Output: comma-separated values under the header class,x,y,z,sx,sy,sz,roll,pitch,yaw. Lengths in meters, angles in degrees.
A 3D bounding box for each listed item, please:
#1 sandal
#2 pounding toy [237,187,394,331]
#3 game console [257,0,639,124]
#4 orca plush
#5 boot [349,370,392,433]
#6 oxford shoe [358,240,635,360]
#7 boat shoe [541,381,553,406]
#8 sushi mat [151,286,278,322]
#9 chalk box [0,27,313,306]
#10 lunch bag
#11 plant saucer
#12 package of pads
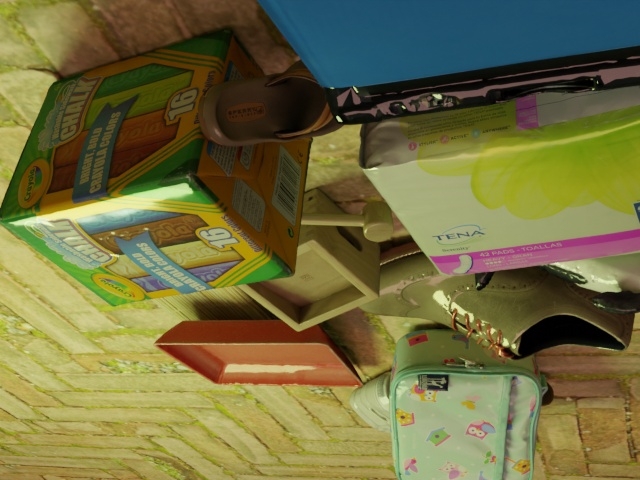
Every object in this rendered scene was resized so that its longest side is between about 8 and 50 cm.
class,x,y,z,sx,sy,sz,roll,pitch,yaw
sandal,-0.021,-0.121,0.731,0.180,0.072,0.049,-20,-169,-36
pounding toy,-0.001,-0.007,0.980,0.206,0.094,0.181,-26,131,29
game console,0.132,-0.184,0.546,0.293,0.250,0.173,-4,130,19
orca plush,0.309,0.039,0.910,0.287,0.151,0.102,-9,138,27
boot,0.176,0.298,1.442,0.258,0.095,0.123,31,149,-19
oxford shoe,0.198,0.075,1.020,0.348,0.130,0.123,-3,147,18
boat shoe,0.287,0.230,1.331,0.152,0.056,0.049,14,154,9
sushi mat,-0.195,0.061,1.194,0.151,0.019,0.316,-9,145,27
chalk box,-0.181,-0.058,0.845,0.289,0.180,0.179,-10,144,25
lunch bag,0.217,0.257,1.255,0.224,0.108,0.279,2,126,9
plant saucer,-0.083,0.171,1.287,0.258,0.047,0.259,-2,158,15
package of pads,0.209,-0.069,0.813,0.297,0.101,0.229,-10,145,26
